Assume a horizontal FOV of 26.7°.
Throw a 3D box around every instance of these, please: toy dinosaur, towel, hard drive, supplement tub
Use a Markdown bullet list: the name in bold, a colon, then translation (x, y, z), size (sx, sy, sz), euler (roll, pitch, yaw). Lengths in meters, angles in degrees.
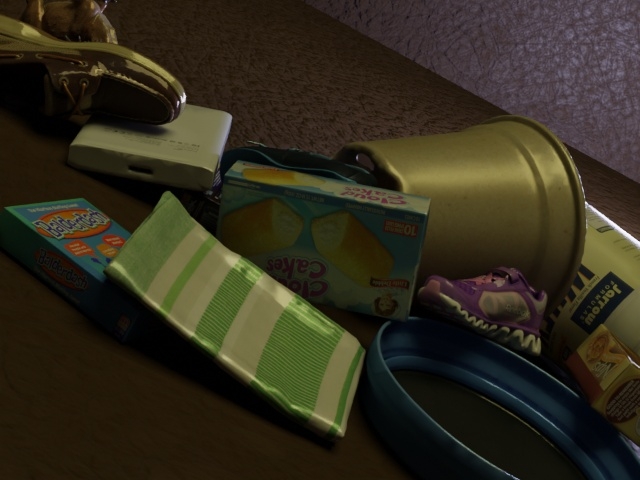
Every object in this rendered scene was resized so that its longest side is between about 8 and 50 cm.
- **toy dinosaur**: translation (-0.422, -0.335, 2.178), size (0.295, 0.200, 0.127), euler (3, -23, 35)
- **towel**: translation (-0.087, 0.086, 1.577), size (0.325, 0.038, 0.248), euler (40, 21, -7)
- **hard drive**: translation (-0.245, -0.152, 2.000), size (0.203, 0.040, 0.307), euler (11, 19, -3)
- **supplement tub**: translation (0.437, 0.103, 2.104), size (0.235, 0.235, 0.325), euler (6, 29, -50)

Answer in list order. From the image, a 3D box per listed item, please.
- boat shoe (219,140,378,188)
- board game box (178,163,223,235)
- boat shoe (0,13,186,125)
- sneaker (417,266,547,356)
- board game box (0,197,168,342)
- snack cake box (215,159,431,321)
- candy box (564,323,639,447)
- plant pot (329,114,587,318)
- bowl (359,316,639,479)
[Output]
- **boat shoe**: translation (-0.031, -0.076, 1.883), size (0.258, 0.109, 0.089), euler (20, 24, 39)
- **board game box**: translation (-0.127, -0.049, 1.968), size (0.141, 0.048, 0.170), euler (27, 19, 0)
- **boat shoe**: translation (-0.368, -0.220, 1.937), size (0.342, 0.123, 0.123), euler (19, 50, -2)
- **sneaker**: translation (0.230, 0.078, 1.852), size (0.236, 0.104, 0.095), euler (23, 1, -40)
- **board game box**: translation (-0.255, 0.029, 1.568), size (0.210, 0.047, 0.160), euler (35, 19, 17)
- **snack cake box**: translation (0.000, 0.000, 1.746), size (0.264, 0.152, 0.089), euler (11, 17, 5)
- **candy box**: translation (0.494, 0.265, 1.863), size (0.316, 0.087, 0.183), euler (40, 9, -9)
- **plant pot**: translation (0.164, -0.026, 1.984), size (0.305, 0.334, 0.334), euler (0, 32, -35)
- **bowl**: translation (0.223, 0.238, 1.679), size (0.391, 0.077, 0.391), euler (27, 18, -9)
